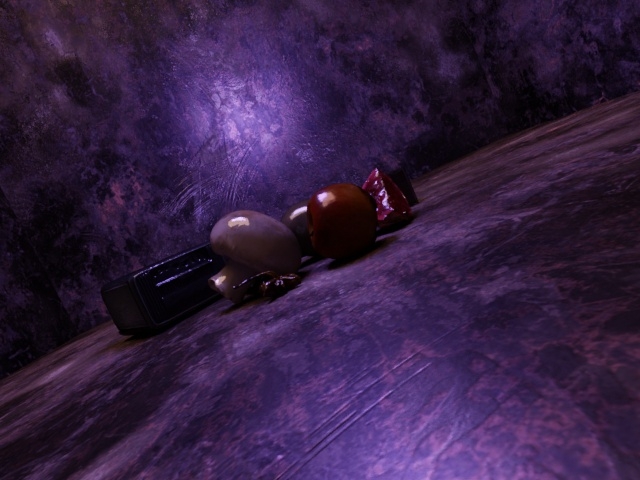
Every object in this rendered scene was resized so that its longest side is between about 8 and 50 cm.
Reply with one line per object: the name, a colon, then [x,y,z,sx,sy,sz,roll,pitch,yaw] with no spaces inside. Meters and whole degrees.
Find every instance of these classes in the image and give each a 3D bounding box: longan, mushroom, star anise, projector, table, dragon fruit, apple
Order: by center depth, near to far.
star anise: [-0.145,0.122,1.167,0.190,0.070,0.097,-14,11,-27]
apple: [0.068,-0.058,1.247,0.229,0.230,0.230,-25,5,2]
mushroom: [-0.214,0.060,1.330,0.290,0.297,0.297,-66,12,-5]
dragon fruit: [0.202,-0.101,1.482,0.211,0.134,0.262,-37,35,26]
longan: [-0.031,-0.048,1.538,0.248,0.248,0.248,-25,5,2]
projector: [-0.614,0.196,1.704,0.405,0.242,0.395,-17,7,46]
table: [0.282,-0.195,1.835,0.193,0.169,0.172,-25,5,-9]

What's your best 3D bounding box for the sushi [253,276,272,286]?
sushi: [-0.190,0.124,1.535,0.231,0.047,0.219,-32,13,-23]
